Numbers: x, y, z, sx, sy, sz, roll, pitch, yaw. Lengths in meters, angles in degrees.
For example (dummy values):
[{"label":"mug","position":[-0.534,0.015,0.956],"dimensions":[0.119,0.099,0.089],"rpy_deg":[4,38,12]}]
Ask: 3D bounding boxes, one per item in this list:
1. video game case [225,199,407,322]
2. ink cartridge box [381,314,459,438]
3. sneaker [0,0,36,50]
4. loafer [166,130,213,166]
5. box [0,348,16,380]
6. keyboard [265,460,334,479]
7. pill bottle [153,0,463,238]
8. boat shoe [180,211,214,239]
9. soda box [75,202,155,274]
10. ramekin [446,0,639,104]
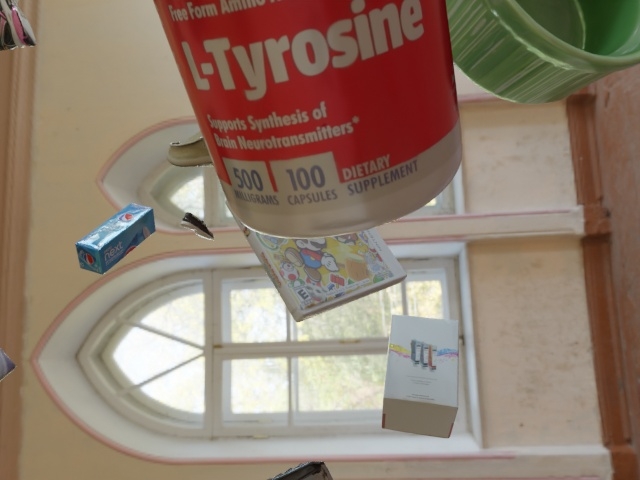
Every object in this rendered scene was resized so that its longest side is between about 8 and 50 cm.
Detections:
[{"label":"video game case","position":[0.000,0.000,0.842],"dimensions":[0.206,0.227,0.026],"rpy_deg":[57,135,18]},{"label":"ink cartridge box","position":[0.183,0.244,1.038],"dimensions":[0.128,0.127,0.176],"rpy_deg":[84,-165,-48]},{"label":"sneaker","position":[-0.546,-0.397,0.943],"dimensions":[0.072,0.077,0.178],"rpy_deg":[105,144,-80]},{"label":"loafer","position":[-0.193,-0.190,1.094],"dimensions":[0.102,0.268,0.092],"rpy_deg":[-11,-79,-54]},{"label":"box","position":[-0.774,0.221,1.026],"dimensions":[0.296,0.182,0.294],"rpy_deg":[55,-176,-12]},{"label":"keyboard","position":[-0.067,0.375,0.748],"dimensions":[0.033,0.201,0.317],"rpy_deg":[55,166,35]},{"label":"pill bottle","position":[-0.024,-0.224,0.449],"dimensions":[0.229,0.229,0.408],"rpy_deg":[-84,-20,-59]},{"label":"boat shoe","position":[-0.314,-0.036,1.478],"dimensions":[0.125,0.046,0.038],"rpy_deg":[37,-115,-53]},{"label":"soda box","position":[-0.486,-0.008,1.366],"dimensions":[0.210,0.067,0.071],"rpy_deg":[-54,-27,-52]},{"label":"ramekin","position":[0.285,-0.326,0.731],"dimensions":[0.148,0.303,0.303],"rpy_deg":[143,128,-67]}]
